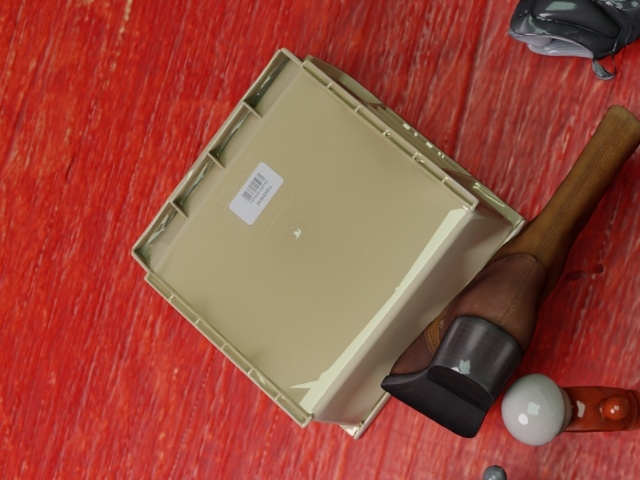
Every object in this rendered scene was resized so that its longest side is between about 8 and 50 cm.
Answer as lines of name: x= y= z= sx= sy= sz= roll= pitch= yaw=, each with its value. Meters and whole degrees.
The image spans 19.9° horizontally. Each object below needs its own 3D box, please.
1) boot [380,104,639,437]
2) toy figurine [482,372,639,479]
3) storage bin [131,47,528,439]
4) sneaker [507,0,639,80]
boot: x=0.166 y=0.025 z=1.607 sx=0.096 sy=0.264 sz=0.280 roll=30 pitch=72 yaw=6
toy figurine: x=0.211 y=0.235 z=1.517 sx=0.213 sy=0.148 sz=0.209 roll=53 pitch=123 yaw=36
storage bin: x=0.000 y=0.000 z=1.695 sx=0.260 sy=0.123 sz=0.262 roll=41 pitch=101 yaw=23
sneaker: x=0.199 y=-0.261 z=1.649 sx=0.268 sy=0.101 sz=0.153 roll=41 pitch=98 yaw=20
